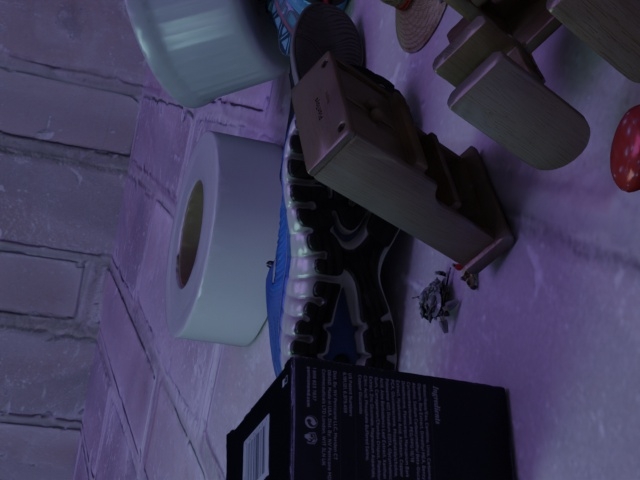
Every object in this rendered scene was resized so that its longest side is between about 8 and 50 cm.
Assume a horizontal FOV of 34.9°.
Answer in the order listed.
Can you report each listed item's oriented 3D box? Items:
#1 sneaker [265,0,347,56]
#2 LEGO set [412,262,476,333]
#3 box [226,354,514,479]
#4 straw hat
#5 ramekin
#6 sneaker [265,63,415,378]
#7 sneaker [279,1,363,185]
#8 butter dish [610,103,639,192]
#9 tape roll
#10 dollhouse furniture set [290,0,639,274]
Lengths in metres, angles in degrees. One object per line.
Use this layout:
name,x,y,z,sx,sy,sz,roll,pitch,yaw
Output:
sneaker,-0.041,-0.322,1.263,0.262,0.104,0.125,-100,24,-46
LEGO set,0.093,0.040,0.797,0.054,0.023,0.083,-102,28,-48
box,0.028,0.161,0.713,0.156,0.158,0.093,125,150,-53
straw hat,0.071,-0.252,0.953,0.144,0.061,0.144,-170,90,-72
ramekin,-0.134,-0.319,1.307,0.277,0.135,0.277,-10,-90,-74
sneaker,0.000,0.000,0.934,0.147,0.130,0.330,174,104,-69
sneaker,-0.011,-0.144,1.110,0.118,0.083,0.222,131,143,-59
butter dish,0.174,-0.029,0.399,0.160,0.118,0.160,109,168,-82
tape roll,-0.131,-0.002,1.376,0.286,0.100,0.286,-171,90,-72
dollhouse furniture set,0.123,-0.116,0.681,0.242,0.161,0.212,-43,35,27
